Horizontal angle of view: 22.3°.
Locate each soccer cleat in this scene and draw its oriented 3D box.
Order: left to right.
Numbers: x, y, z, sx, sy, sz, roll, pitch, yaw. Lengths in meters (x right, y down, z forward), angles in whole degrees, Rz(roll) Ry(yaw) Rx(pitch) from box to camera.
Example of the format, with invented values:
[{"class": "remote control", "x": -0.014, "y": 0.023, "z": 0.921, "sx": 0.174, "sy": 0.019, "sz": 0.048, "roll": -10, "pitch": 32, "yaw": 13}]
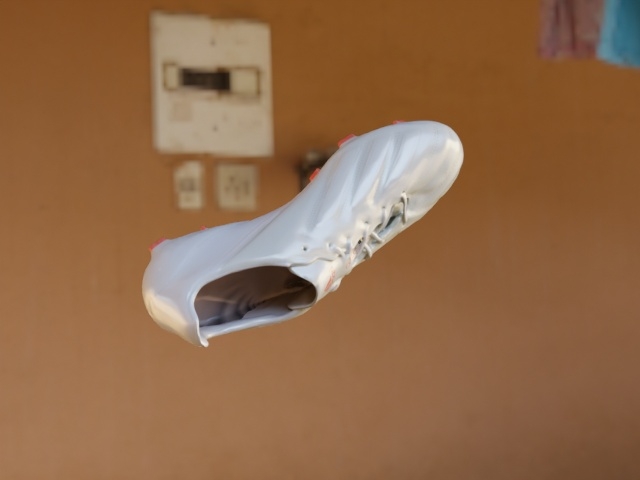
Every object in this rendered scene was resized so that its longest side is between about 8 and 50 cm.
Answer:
[{"class": "soccer cleat", "x": 0.000, "y": 0.000, "z": 0.860, "sx": 0.196, "sy": 0.068, "sz": 0.076, "roll": -27, "pitch": 37, "yaw": -15}]
